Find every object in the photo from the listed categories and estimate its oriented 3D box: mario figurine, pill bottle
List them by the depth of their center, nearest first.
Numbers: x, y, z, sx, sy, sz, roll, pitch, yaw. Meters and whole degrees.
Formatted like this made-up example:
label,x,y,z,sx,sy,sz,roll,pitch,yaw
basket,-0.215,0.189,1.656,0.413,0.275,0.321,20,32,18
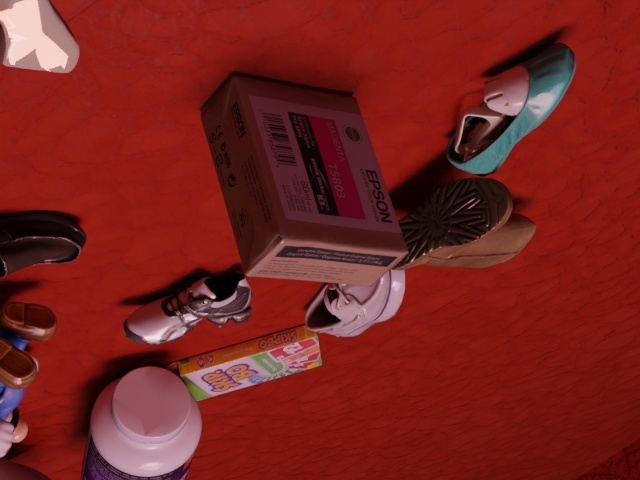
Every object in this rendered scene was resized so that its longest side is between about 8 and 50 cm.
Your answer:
label,x,y,z,sx,sy,sz,roll,pitch,yaw
mario figurine,-0.443,0.223,1.909,0.198,0.170,0.320,-25,163,-41
pill bottle,-0.297,0.336,2.233,0.181,0.181,0.323,-8,151,-19

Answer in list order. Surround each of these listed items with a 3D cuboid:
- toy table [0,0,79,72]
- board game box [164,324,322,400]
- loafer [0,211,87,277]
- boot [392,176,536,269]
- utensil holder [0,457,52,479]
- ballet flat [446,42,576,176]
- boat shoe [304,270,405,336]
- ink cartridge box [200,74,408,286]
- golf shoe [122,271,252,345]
label,x,y,z,sx,sy,sz,roll,pitch,yaw
toy table,-0.305,-0.227,1.160,0.274,0.252,0.161,11,126,-26
board game box,-0.128,0.210,2.270,0.259,0.039,0.124,-14,152,-3
loafer,-0.399,0.016,1.696,0.220,0.078,0.080,0,147,-31
boot,0.236,-0.023,1.957,0.236,0.089,0.269,-23,166,36
utensil holder,-0.616,0.469,2.138,0.327,0.327,0.385,-23,151,8
ballet flat,0.236,-0.166,1.748,0.087,0.083,0.247,6,144,-24
boat shoe,0.048,0.084,2.072,0.088,0.096,0.267,-1,164,-22
ink cartridge box,-0.020,-0.070,1.599,0.193,0.235,0.088,4,146,-38
golf shoe,-0.197,0.090,1.977,0.198,0.077,0.094,-16,142,-18
